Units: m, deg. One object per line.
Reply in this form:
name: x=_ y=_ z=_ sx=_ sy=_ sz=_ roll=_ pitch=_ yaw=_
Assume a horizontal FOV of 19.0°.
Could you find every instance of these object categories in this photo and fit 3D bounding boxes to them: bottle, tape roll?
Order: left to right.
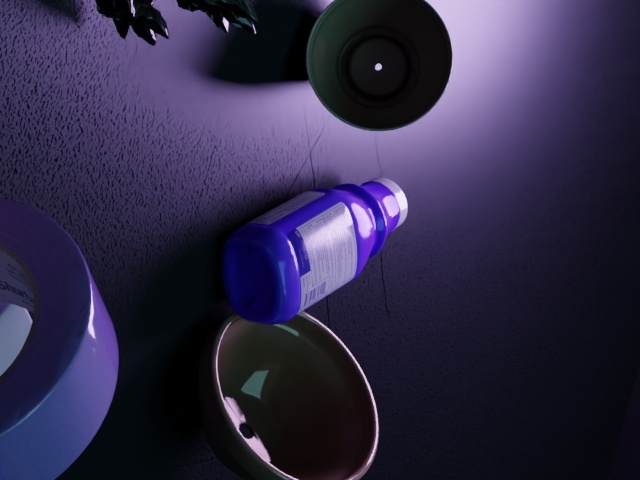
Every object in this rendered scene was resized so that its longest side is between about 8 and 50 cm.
tape roll: x=-0.306 y=0.094 z=1.548 sx=0.275 sy=0.275 sz=0.090 roll=-52 pitch=147 yaw=-28
bottle: x=0.000 y=0.000 z=2.212 sx=0.283 sy=0.092 sz=0.118 roll=-32 pitch=122 yaw=-49

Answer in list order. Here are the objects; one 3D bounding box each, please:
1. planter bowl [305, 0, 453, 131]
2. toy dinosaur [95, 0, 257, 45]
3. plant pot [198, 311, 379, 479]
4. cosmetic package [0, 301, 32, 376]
planter bowl: x=0.065 y=-0.198 z=2.152 sx=0.109 sy=0.162 sz=0.162 roll=68 pitch=44 yaw=-88
toy dinosaur: x=-0.127 y=-0.305 z=1.769 sx=0.322 sy=0.164 sz=0.218 roll=21 pitch=73 yaw=-24
plant pot: x=-0.057 y=0.197 z=2.184 sx=0.110 sy=0.237 sz=0.237 roll=-37 pitch=175 yaw=39
cosmetic package: x=-0.360 y=0.129 z=1.648 sx=0.231 sy=0.117 sz=0.085 roll=-54 pitch=150 yaw=-27
